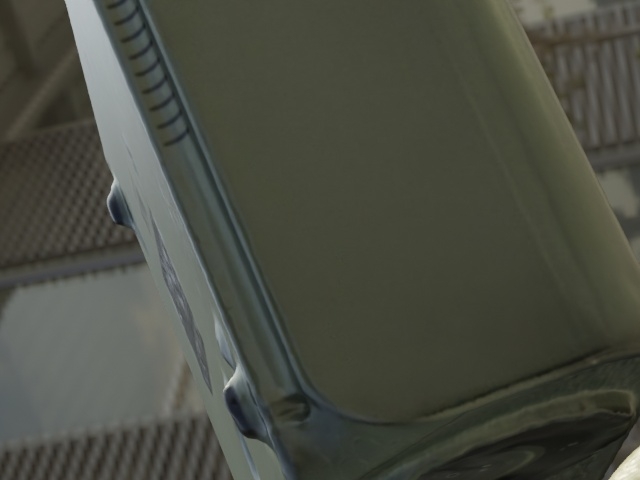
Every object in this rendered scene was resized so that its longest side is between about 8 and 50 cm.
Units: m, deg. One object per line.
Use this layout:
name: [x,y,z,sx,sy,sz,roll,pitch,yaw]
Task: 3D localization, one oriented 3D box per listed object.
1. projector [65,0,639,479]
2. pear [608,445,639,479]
projector: [0.000,0.000,0.559,0.250,0.108,0.198,95,153,-69]
pear: [0.201,0.178,0.910,0.198,0.198,0.198,-11,-90,-77]
